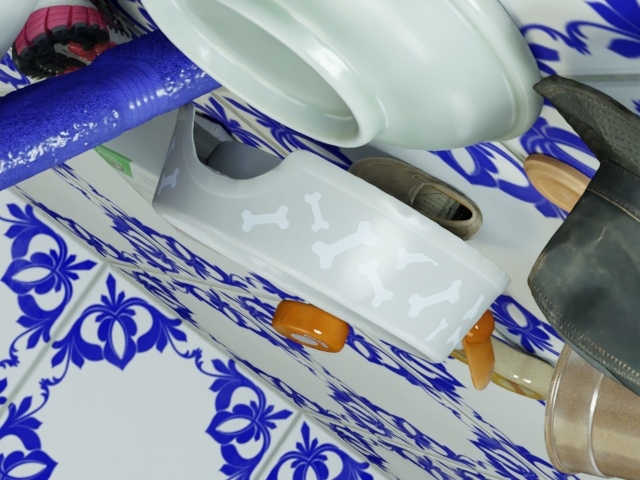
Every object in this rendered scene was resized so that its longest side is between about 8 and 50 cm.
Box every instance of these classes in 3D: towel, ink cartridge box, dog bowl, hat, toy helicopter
[{"bbox_3d":[-0.214,-0.122,1.677,0.076,0.308,0.227,65,159,-8],"label":"towel"},{"bbox_3d":[-0.142,-0.068,2.169,0.154,0.093,0.212,26,164,38],"label":"ink cartridge box"},{"bbox_3d":[0.000,0.000,1.748,0.348,0.102,0.349,28,176,2],"label":"dog bowl"},{"bbox_3d":[0.232,0.042,1.267,0.331,0.134,0.331,43,-176,-4],"label":"hat"},{"bbox_3d":[0.139,0.092,2.051,0.355,0.140,0.235,29,164,-32],"label":"toy helicopter"}]

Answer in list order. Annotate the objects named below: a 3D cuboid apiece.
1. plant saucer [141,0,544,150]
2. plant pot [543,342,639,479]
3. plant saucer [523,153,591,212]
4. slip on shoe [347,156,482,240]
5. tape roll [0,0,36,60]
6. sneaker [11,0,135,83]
[{"bbox_3d":[-0.025,-0.170,1.423,0.400,0.100,0.400,32,168,8],"label":"plant saucer"},{"bbox_3d":[0.310,0.149,1.673,0.165,0.167,0.167,16,160,34],"label":"plant pot"},{"bbox_3d":[0.199,-0.041,1.534,0.083,0.013,0.083,34,169,8],"label":"plant saucer"},{"bbox_3d":[0.086,-0.041,1.747,0.135,0.051,0.041,29,173,12],"label":"slip on shoe"},{"bbox_3d":[-0.343,-0.231,1.601,0.100,0.286,0.286,31,168,15],"label":"tape roll"},{"bbox_3d":[-0.251,-0.216,1.876,0.299,0.121,0.112,88,157,-82],"label":"sneaker"}]
